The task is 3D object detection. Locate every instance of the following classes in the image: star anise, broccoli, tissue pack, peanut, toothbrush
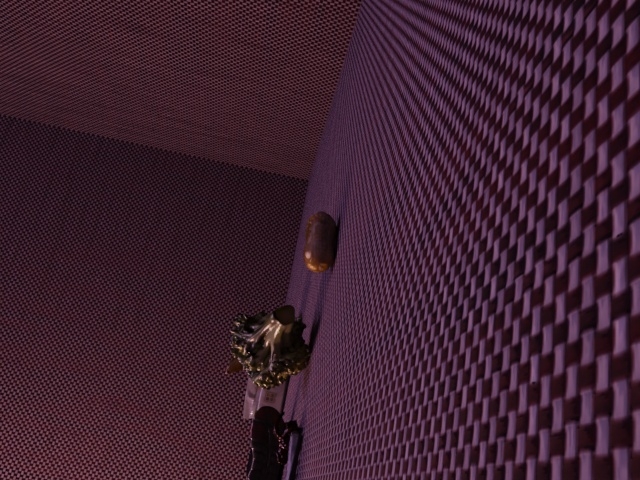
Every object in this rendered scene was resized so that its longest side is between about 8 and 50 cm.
[{"bbox_3d":[-0.087,0.490,1.691,0.190,0.070,0.097,-91,11,-81],"label":"star anise"},{"bbox_3d":[-0.138,0.269,1.826,0.263,0.247,0.243,-51,-10,-44],"label":"broccoli"},{"bbox_3d":[-0.203,0.561,2.447,0.159,0.145,0.229,139,142,-82],"label":"tissue pack"},{"bbox_3d":[0.000,0.000,1.763,0.206,0.087,0.087,-85,8,-47],"label":"peanut"},{"bbox_3d":[-0.076,0.587,1.524,0.030,0.030,0.297,89,-171,-61],"label":"toothbrush"}]

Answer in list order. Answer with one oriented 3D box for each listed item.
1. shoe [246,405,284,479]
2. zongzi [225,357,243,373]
[{"bbox_3d":[-0.159,0.640,1.975,0.137,0.114,0.290,93,-175,-84],"label":"shoe"},{"bbox_3d":[-0.217,0.389,2.455,0.288,0.134,0.286,-36,-2,-1],"label":"zongzi"}]
